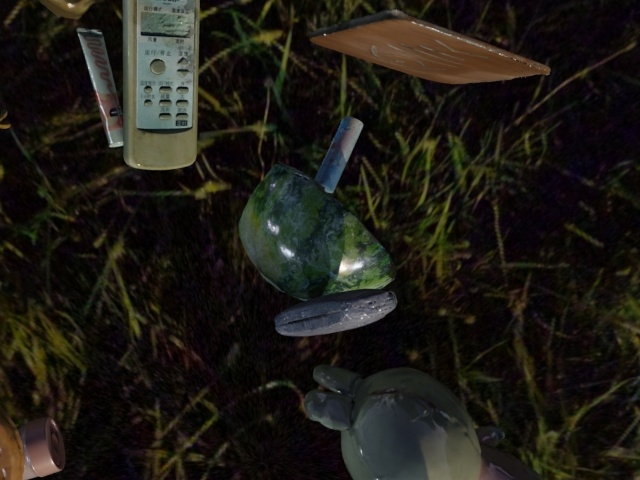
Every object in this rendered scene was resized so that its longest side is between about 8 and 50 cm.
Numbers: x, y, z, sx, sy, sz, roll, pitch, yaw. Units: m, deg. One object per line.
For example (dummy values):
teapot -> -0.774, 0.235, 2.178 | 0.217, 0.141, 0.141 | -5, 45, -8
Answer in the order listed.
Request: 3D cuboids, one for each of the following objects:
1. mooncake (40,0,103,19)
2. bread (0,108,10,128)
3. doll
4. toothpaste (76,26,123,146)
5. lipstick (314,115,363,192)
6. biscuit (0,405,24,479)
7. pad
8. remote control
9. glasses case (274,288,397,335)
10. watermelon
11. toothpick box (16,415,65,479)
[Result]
mooncake -> -0.435, -0.632, 1.576 | 0.393, 0.246, 0.394 | 7, 91, -22
bread -> -0.554, -0.193, 1.025 | 0.114, 0.274, 0.184 | -39, 92, 12
doll -> 0.108, 0.196, 0.685 | 0.275, 0.113, 0.155 | 47, 31, -17
toothpaste -> -0.370, -0.263, 1.343 | 0.036, 0.056, 0.205 | -15, 90, 31
lipstick -> 0.037, -0.177, 1.615 | 0.048, 0.048, 0.158 | 24, 80, 3
biscuit -> -0.425, 0.244, 0.766 | 0.289, 0.044, 0.202 | -35, 94, 6
pad -> 0.157, -0.284, 1.197 | 0.287, 0.284, 0.018 | 12, 91, -28
remote control -> -0.203, -0.206, 1.001 | 0.098, 0.038, 0.233 | -7, 108, -35
glasses case -> 0.021, 0.124, 1.344 | 0.109, 0.282, 0.067 | -11, 83, -33
watermelon -> 0.000, 0.000, 1.474 | 0.305, 0.224, 0.180 | 38, 33, 6
toothpick box -> -0.532, 0.373, 1.360 | 0.149, 0.098, 0.098 | -17, 76, -6
